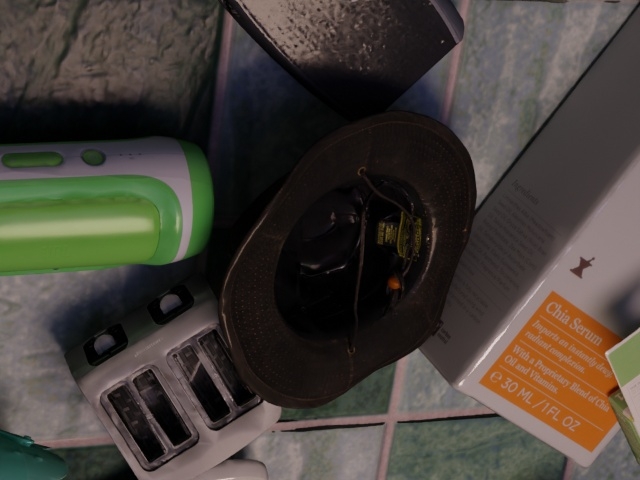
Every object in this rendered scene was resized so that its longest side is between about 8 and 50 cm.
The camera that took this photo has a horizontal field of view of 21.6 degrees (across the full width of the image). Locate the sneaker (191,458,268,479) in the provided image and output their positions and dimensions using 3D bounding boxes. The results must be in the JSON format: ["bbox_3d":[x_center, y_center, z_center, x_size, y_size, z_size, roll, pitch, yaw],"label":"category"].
[{"bbox_3d":[-0.173,0.343,1.750,0.293,0.169,0.108,-18,147,-9],"label":"sneaker"}]

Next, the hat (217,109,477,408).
[{"bbox_3d":[0.000,0.000,1.679,0.331,0.134,0.331,-24,128,-35],"label":"hat"}]

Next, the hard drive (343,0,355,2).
[{"bbox_3d":[0.124,-0.369,1.557,0.308,0.040,0.203,-26,114,-22],"label":"hard drive"}]

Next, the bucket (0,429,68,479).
[{"bbox_3d":[-0.384,0.295,1.596,0.183,0.281,0.281,27,103,-30],"label":"bucket"}]

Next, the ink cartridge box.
[{"bbox_3d":[0.382,0.131,1.767,0.171,0.056,0.235,-36,129,-7],"label":"ink cartridge box"}]

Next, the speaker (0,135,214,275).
[{"bbox_3d":[-0.256,-0.032,1.565,0.297,0.131,0.131,-4,116,-21],"label":"speaker"}]

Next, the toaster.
[{"bbox_3d":[-0.144,0.150,1.682,0.168,0.110,0.185,-31,101,-5],"label":"toaster"}]

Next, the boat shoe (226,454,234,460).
[{"bbox_3d":[-0.093,0.182,1.788,0.040,0.049,0.142,-2,114,-22],"label":"boat shoe"}]

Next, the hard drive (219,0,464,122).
[{"bbox_3d":[0.016,-0.231,1.615,0.172,0.054,0.255,-42,124,8],"label":"hard drive"}]

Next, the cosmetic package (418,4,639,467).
[{"bbox_3d":[0.320,-0.006,1.799,0.230,0.161,0.453,32,99,-33],"label":"cosmetic package"}]
